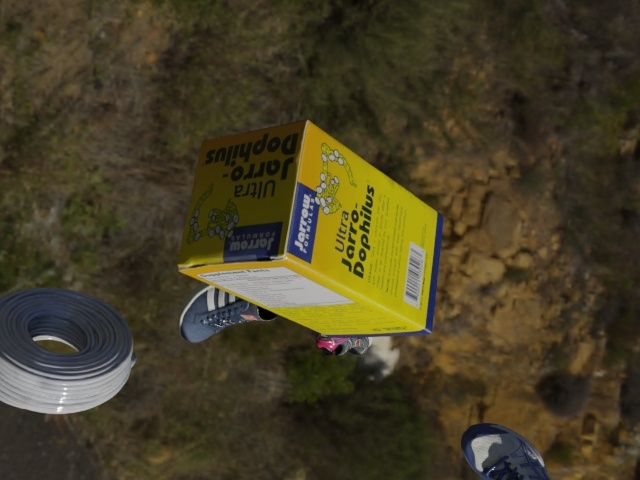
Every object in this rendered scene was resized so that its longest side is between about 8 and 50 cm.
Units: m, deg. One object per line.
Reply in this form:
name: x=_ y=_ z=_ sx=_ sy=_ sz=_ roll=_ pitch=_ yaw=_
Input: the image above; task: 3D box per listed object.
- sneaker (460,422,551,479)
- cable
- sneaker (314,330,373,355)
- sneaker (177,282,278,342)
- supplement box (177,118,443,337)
sneaker: x=0.374 y=0.450 z=1.682 sx=0.112 sy=0.296 sz=0.131 roll=-48 pitch=172 yaw=11
cable: x=-0.440 y=0.180 z=1.551 sx=0.257 sy=0.257 sz=0.089 roll=-79 pitch=-169 yaw=-62
sneaker: x=0.045 y=0.232 z=2.261 sx=0.299 sy=0.120 sz=0.112 roll=46 pitch=53 yaw=-63
sneaker: x=-0.179 y=0.143 z=2.064 sx=0.350 sy=0.131 sz=0.148 roll=-43 pitch=-129 yaw=22
supplement box: x=0.000 y=0.000 z=1.334 sx=0.356 sy=0.194 sz=0.195 roll=29 pitch=62 yaw=-47
